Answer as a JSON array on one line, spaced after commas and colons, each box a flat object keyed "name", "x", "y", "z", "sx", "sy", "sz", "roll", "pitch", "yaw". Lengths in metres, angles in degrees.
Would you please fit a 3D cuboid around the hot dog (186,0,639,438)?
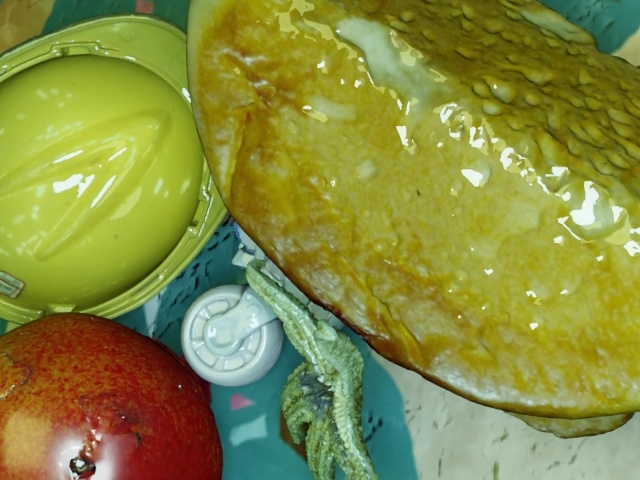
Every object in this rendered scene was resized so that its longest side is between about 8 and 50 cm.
[{"name": "hot dog", "x": 0.090, "y": -0.025, "z": 1.038, "sx": 0.405, "sy": 0.185, "sz": 0.223, "roll": 36, "pitch": 131, "yaw": 13}]

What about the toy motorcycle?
[{"name": "toy motorcycle", "x": 0.000, "y": 0.000, "z": 1.198, "sx": 0.112, "sy": 0.112, "sz": 0.254, "roll": 37, "pitch": 93, "yaw": 32}]

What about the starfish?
[{"name": "starfish", "x": 0.007, "y": 0.107, "z": 1.103, "sx": 0.050, "sy": 0.223, "sz": 0.217, "roll": -18, "pitch": 64, "yaw": -9}]

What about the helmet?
[{"name": "helmet", "x": -0.168, "y": -0.056, "z": 1.277, "sx": 0.257, "sy": 0.140, "sz": 0.205, "roll": -35, "pitch": 95, "yaw": 8}]

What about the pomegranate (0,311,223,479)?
[{"name": "pomegranate", "x": -0.179, "y": 0.153, "z": 1.188, "sx": 0.235, "sy": 0.210, "sz": 0.210, "roll": 2, "pitch": 77, "yaw": 47}]
